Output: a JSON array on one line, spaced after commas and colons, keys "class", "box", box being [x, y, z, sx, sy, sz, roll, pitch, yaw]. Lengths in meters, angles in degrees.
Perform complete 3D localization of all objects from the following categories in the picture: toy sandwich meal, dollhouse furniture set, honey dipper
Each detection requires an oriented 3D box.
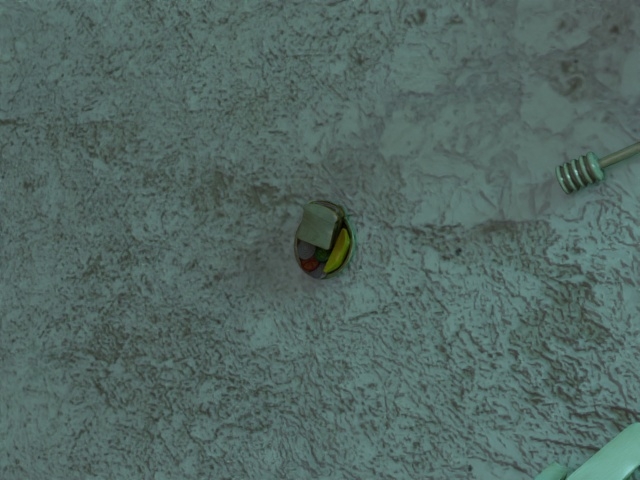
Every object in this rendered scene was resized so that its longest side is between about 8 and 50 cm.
[{"class": "toy sandwich meal", "box": [0.000, 0.000, 1.263, 0.086, 0.029, 0.085, -4, 82, 33]}, {"class": "dollhouse furniture set", "box": [0.269, 0.249, 1.059, 0.144, 0.123, 0.151, 36, 139, 31]}, {"class": "honey dipper", "box": [0.293, -0.087, 1.081, 0.161, 0.030, 0.030, -26, 71, 26]}]
